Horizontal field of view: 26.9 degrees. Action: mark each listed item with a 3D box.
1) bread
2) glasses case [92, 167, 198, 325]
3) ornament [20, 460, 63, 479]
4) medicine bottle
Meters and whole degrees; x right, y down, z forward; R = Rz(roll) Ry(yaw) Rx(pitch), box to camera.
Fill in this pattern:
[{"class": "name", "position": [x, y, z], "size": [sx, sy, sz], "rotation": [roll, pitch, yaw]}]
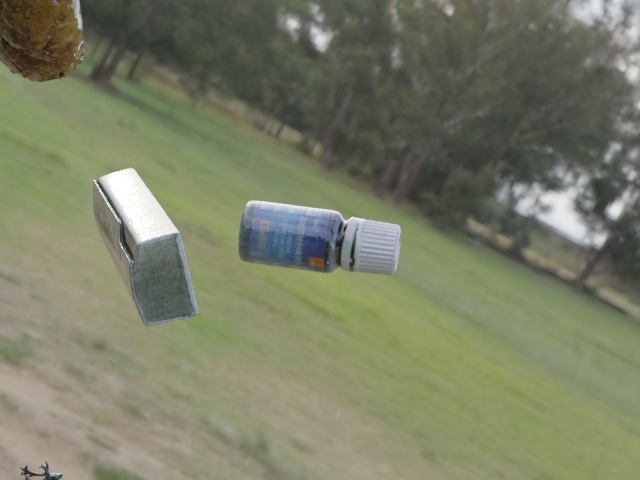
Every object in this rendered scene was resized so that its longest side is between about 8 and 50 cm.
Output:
[{"class": "bread", "position": [-0.185, -0.184, 0.777], "size": [0.064, 0.193, 0.193], "rotation": [-16, 17, -15]}, {"class": "glasses case", "position": [-0.147, 0.002, 1.081], "size": [0.047, 0.071, 0.205], "rotation": [-15, 21, -12]}, {"class": "ornament", "position": [-0.353, 0.334, 1.738], "size": [0.125, 0.073, 0.028], "rotation": [53, 20, -33]}, {"class": "medicine bottle", "position": [0.000, 0.000, 1.712], "size": [0.203, 0.083, 0.083], "rotation": [7, 1, 4]}]
